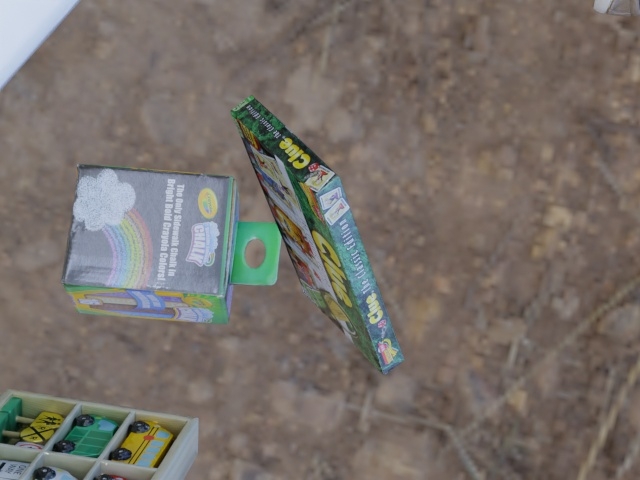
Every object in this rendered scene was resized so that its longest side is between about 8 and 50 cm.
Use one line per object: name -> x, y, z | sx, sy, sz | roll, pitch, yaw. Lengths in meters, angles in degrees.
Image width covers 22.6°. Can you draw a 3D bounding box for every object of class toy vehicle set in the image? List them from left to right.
toy vehicle set -> -0.205, 0.193, 1.184 | 0.267, 0.166, 0.035 | -60, 155, -66

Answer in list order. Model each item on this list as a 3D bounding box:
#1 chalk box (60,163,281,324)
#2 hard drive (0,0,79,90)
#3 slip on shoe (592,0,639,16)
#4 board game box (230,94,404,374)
chalk box -> -0.148, 0.008, 1.661 | 0.132, 0.213, 0.132 | 99, -3, -74
hard drive -> -0.419, -0.198, 1.615 | 0.307, 0.203, 0.040 | -48, -173, -1
slip on shoe -> 0.259, -0.243, 1.313 | 0.051, 0.041, 0.135 | -56, 162, -54
board game box -> 0.000, 0.000, 1.404 | 0.030, 0.136, 0.260 | -37, 140, -14
